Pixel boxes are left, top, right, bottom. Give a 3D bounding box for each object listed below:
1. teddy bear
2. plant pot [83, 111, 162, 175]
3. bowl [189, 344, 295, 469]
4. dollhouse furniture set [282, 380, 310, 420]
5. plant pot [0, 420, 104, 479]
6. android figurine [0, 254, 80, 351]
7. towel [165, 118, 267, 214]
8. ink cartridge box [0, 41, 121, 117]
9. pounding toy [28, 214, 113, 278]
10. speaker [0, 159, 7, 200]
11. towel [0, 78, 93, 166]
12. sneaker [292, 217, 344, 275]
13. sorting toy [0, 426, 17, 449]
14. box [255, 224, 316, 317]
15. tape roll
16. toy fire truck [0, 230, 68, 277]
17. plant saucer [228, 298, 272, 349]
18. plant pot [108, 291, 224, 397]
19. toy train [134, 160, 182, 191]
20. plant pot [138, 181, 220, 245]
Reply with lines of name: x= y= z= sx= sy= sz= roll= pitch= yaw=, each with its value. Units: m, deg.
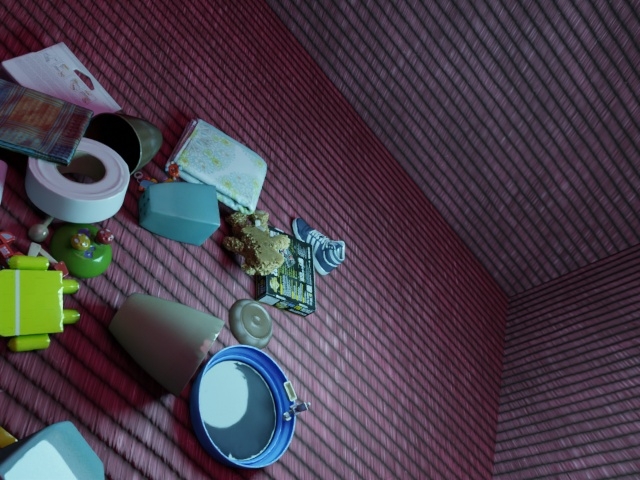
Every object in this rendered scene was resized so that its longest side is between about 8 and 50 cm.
teddy bear: x=-0.248 y=0.007 z=2.095 sx=0.245 sy=0.113 sz=0.338 roll=-17 pitch=53 yaw=-37
plant pot: x=-0.646 y=-0.337 z=1.876 sx=0.215 sy=0.215 sz=0.230 roll=54 pitch=22 yaw=-6
bowl: x=-0.249 y=0.538 z=1.785 sx=0.391 sy=0.077 sz=0.391 roll=29 pitch=46 yaw=-34
dollhouse furniture set: x=-0.090 y=0.528 z=1.841 sx=0.091 sy=0.081 sz=0.114 roll=-9 pitch=72 yaw=-52
plant pot: x=-0.625 y=0.542 z=1.198 sx=0.248 sy=0.247 sz=0.252 roll=59 pitch=19 yaw=-12
android figurine: x=-0.761 y=0.161 z=1.424 sx=0.272 sy=0.056 sz=0.249 roll=3 pitch=80 yaw=-54
towel: x=-0.396 y=-0.292 z=2.161 sx=0.374 sy=0.090 sz=0.321 roll=30 pitch=40 yaw=-18
ink cartridge box: x=-0.859 y=-0.492 z=1.829 sx=0.296 sy=0.066 sz=0.261 roll=50 pitch=37 yaw=-12
pounding toy: x=-0.706 y=-0.008 z=1.620 sx=0.237 sy=0.110 sz=0.183 roll=44 pitch=38 yaw=-19
speaker: x=-0.913 y=-0.159 z=1.536 sx=0.055 sy=0.055 sz=0.136 roll=21 pitch=50 yaw=-40
towel: x=-0.891 y=-0.366 z=1.615 sx=0.370 sy=0.040 sz=0.272 roll=16 pitch=47 yaw=-17
sneaker: x=0.000 y=0.000 z=2.399 sx=0.282 sy=0.153 sz=0.099 roll=59 pitch=36 yaw=2
sorting toy: x=-0.848 y=0.416 z=1.214 sx=0.307 sy=0.041 sz=0.229 roll=51 pitch=39 yaw=-20
box: x=-0.139 y=0.122 z=2.215 sx=0.257 sy=0.079 sz=0.322 roll=23 pitch=49 yaw=-36
tape roll: x=-0.731 y=-0.188 z=1.660 sx=0.286 sy=0.100 sz=0.286 roll=19 pitch=42 yaw=-18
toy fire truck: x=-0.807 y=0.048 z=1.515 sx=0.192 sy=0.047 sz=0.135 roll=55 pitch=36 yaw=-3
plant saucer: x=-0.243 y=0.298 z=2.001 sx=0.198 sy=0.036 sz=0.199 roll=30 pitch=44 yaw=-34
plant pot: x=-0.464 y=0.276 z=1.611 sx=0.274 sy=0.256 sz=0.257 roll=33 pitch=40 yaw=-7
toy train: x=-0.566 y=-0.212 z=1.947 sx=0.166 sy=0.046 sz=0.125 roll=-14 pitch=57 yaw=-14
plant pot: x=-0.495 y=-0.103 z=1.897 sx=0.234 sy=0.165 sz=0.166 roll=10 pitch=57 yaw=-38
